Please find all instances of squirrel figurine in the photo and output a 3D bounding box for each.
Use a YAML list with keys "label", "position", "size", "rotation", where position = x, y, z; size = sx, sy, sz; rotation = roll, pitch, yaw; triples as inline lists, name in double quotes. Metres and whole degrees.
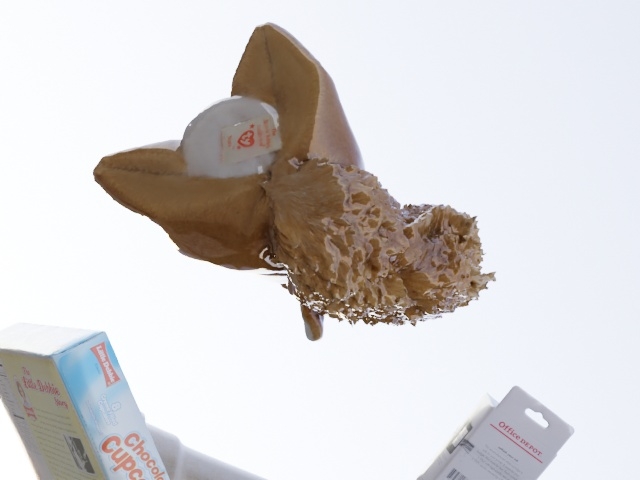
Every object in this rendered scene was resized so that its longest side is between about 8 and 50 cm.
- label: "squirrel figurine"
  position: [0.000, 0.000, 1.841]
  size: [0.397, 0.281, 0.370]
  rotation: [36, -13, 35]

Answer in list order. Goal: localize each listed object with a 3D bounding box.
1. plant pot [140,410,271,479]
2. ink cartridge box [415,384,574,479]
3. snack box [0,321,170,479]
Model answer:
- label: "plant pot"
  position: [-0.130, 0.412, 1.955]
  size: [0.334, 0.305, 0.333]
  rotation: [-164, -90, -81]
- label: "ink cartridge box"
  position: [0.214, 0.264, 1.911]
  size: [0.104, 0.180, 0.060]
  rotation: [38, 7, -11]
- label: "snack box"
  position: [-0.243, 0.177, 1.518]
  size: [0.322, 0.060, 0.187]
  rotation: [-2, -68, 65]
